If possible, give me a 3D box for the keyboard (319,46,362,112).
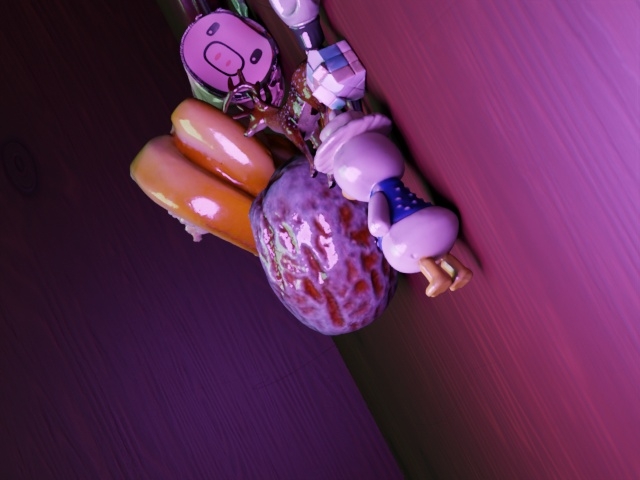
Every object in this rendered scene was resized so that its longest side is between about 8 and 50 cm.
[{"bbox_3d":[0.012,-0.259,1.338,0.204,0.013,0.061,58,171,36],"label":"keyboard"}]

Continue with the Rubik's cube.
[{"bbox_3d":[0.017,-0.217,1.198,0.075,0.073,0.084,53,161,40],"label":"Rubik's cube"}]

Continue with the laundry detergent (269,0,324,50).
[{"bbox_3d":[-0.049,-0.361,1.176,0.099,0.070,0.226,36,152,61],"label":"laundry detergent"}]

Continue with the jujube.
[{"bbox_3d":[0.008,-0.004,1.503,0.247,0.215,0.308,-87,-25,-54],"label":"jujube"}]

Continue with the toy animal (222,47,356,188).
[{"bbox_3d":[-0.038,-0.206,1.361,0.243,0.087,0.260,-51,58,42],"label":"toy animal"}]

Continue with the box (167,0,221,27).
[{"bbox_3d":[-0.339,-0.669,1.968,0.263,0.108,0.404,53,168,52],"label":"box"}]

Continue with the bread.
[{"bbox_3d":[-0.162,-0.105,1.724,0.328,0.245,0.424,12,171,43],"label":"bread"}]

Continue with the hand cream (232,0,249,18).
[{"bbox_3d":[-0.193,-0.507,1.767,0.257,0.050,0.084,55,175,-11],"label":"hand cream"}]

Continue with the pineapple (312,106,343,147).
[{"bbox_3d":[0.005,-0.209,1.415,0.137,0.069,0.116,30,142,60],"label":"pineapple"}]

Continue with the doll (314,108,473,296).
[{"bbox_3d":[0.087,-0.057,1.131,0.119,0.138,0.293,-50,63,38],"label":"doll"}]

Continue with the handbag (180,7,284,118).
[{"bbox_3d":[-0.168,-0.330,1.703,0.205,0.179,0.116,33,171,9],"label":"handbag"}]
